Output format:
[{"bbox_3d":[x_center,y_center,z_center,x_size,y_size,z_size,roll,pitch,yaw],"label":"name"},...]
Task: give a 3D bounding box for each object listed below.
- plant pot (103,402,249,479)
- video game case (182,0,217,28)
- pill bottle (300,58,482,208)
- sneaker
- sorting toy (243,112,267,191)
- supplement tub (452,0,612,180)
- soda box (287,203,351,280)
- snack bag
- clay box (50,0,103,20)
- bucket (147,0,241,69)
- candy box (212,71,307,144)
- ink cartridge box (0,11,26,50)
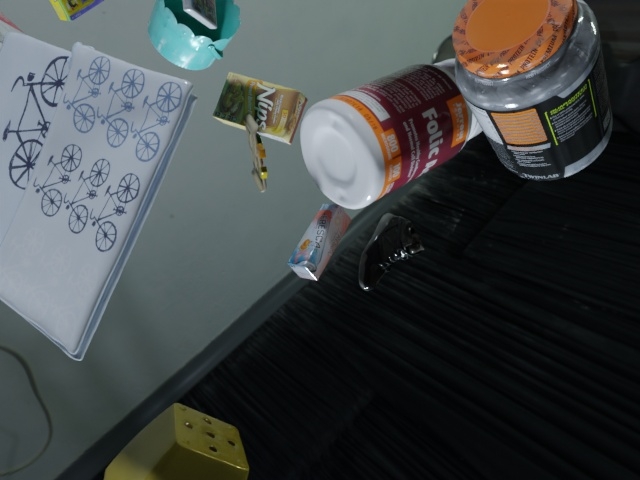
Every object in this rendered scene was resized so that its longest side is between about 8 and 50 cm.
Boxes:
[{"bbox_3d":[-0.248,0.427,0.842,0.212,0.212,0.187,32,88,-21],"label":"plant pot"},{"bbox_3d":[-0.280,-0.602,1.070,0.201,0.023,0.183,-78,167,-76],"label":"video game case"},{"bbox_3d":[0.173,-0.241,0.992,0.392,0.224,0.223,-30,129,-28],"label":"pill bottle"},{"bbox_3d":[0.190,0.038,1.247,0.227,0.130,0.087,-60,140,-17],"label":"sneaker"},{"bbox_3d":[-0.207,-0.287,1.590,0.041,0.307,0.228,-11,122,-13],"label":"sorting toy"},{"bbox_3d":[0.332,-0.241,0.728,0.316,0.194,0.193,32,86,-50],"label":"supplement tub"},{"bbox_3d":[0.000,0.000,1.085,0.063,0.058,0.183,51,58,-38],"label":"soda box"},{"bbox_3d":[-0.332,-0.082,0.552,0.322,0.343,0.037,-65,157,3],"label":"snack bag"},{"bbox_3d":[-0.668,-0.704,1.202,0.127,0.053,0.222,-58,154,-31],"label":"clay box"},{"bbox_3d":[-0.414,-0.709,1.518,0.281,0.183,0.280,15,62,-31],"label":"bucket"},{"bbox_3d":[-0.227,-0.495,1.746,0.182,0.317,0.088,-70,160,2],"label":"candy box"},{"bbox_3d":[-0.705,-0.353,0.790,0.160,0.279,0.385,-51,166,14],"label":"ink cartridge box"}]
